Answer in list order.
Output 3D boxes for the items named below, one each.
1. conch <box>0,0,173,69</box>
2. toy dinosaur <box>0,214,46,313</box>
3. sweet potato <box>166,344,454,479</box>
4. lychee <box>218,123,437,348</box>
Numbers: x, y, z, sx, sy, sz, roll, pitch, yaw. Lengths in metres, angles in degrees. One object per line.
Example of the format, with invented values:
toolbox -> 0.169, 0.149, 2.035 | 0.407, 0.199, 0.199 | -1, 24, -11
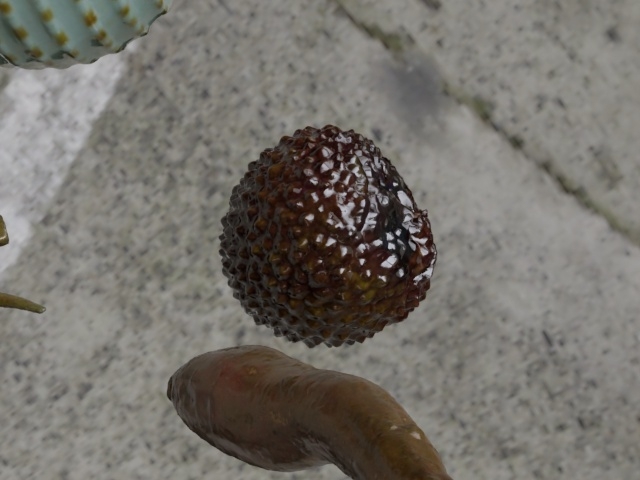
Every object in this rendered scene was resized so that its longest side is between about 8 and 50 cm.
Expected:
conch -> -0.145, -0.150, 0.629 | 0.200, 0.131, 0.172 | 12, 28, -11
toy dinosaur -> -0.215, 0.022, 0.776 | 0.126, 0.162, 0.039 | -15, 112, -16
sweet potato -> 0.002, 0.075, 0.585 | 0.050, 0.214, 0.050 | -5, 100, -30
lychee -> 0.000, 0.000, 1.282 | 0.188, 0.188, 0.188 | 21, 53, -31
